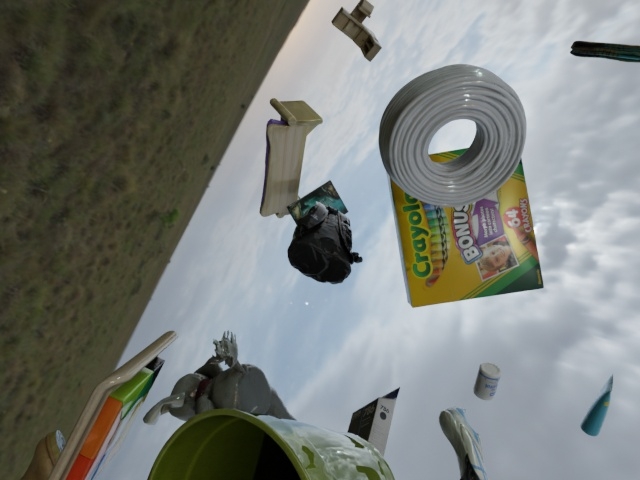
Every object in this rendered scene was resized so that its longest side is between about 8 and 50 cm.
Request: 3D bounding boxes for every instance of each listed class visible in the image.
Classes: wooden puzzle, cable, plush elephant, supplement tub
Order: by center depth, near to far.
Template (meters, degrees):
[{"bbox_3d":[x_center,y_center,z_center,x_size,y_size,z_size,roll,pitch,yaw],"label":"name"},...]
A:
[{"bbox_3d":[-0.282,0.248,0.566,0.239,0.044,0.221,-58,-177,0],"label":"wooden puzzle"},{"bbox_3d":[0.238,-0.181,0.773,0.089,0.257,0.257,-94,177,-54],"label":"cable"},{"bbox_3d":[-0.256,0.405,1.016,0.255,0.330,0.272,-24,178,28],"label":"plush elephant"},{"bbox_3d":[0.551,0.465,1.398,0.071,0.071,0.107,-102,-166,-65],"label":"supplement tub"}]

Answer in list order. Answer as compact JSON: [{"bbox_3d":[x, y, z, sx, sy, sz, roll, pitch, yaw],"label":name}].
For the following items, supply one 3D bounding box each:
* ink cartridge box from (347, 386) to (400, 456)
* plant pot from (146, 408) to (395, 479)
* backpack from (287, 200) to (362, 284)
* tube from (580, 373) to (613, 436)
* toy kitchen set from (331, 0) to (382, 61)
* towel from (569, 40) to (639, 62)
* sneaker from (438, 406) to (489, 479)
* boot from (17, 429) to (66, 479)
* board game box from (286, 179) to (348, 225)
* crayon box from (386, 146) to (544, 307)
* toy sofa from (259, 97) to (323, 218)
[{"bbox_3d":[0.125,0.566,1.189,0.165,0.065,0.333,-54,-175,45],"label":"ink cartridge box"},{"bbox_3d":[-0.041,0.466,0.707,0.366,0.353,0.366,-11,-110,32],"label":"plant pot"},{"bbox_3d":[0.000,0.000,0.893,0.115,0.152,0.182,-50,-163,30],"label":"backpack"},{"bbox_3d":[0.847,0.502,1.280,0.080,0.052,0.207,-40,138,-51],"label":"tube"},{"bbox_3d":[0.077,-0.396,0.782,0.068,0.083,0.075,-45,-142,32],"label":"toy kitchen set"},{"bbox_3d":[0.720,-0.345,0.811,0.370,0.271,0.040,32,-52,42],"label":"towel"},{"bbox_3d":[0.375,0.533,1.046,0.085,0.086,0.237,115,-36,-53],"label":"sneaker"},{"bbox_3d":[-0.598,0.477,0.758,0.089,0.269,0.236,46,-44,37],"label":"boot"},{"bbox_3d":[-0.007,-0.100,1.370,0.186,0.126,0.026,-36,-168,-29],"label":"board game box"},{"bbox_3d":[0.347,-0.039,1.051,0.106,0.313,0.363,14,66,-87],"label":"crayon box"},{"bbox_3d":[-0.124,-0.258,1.366,0.150,0.177,0.362,56,-33,42],"label":"toy sofa"}]
